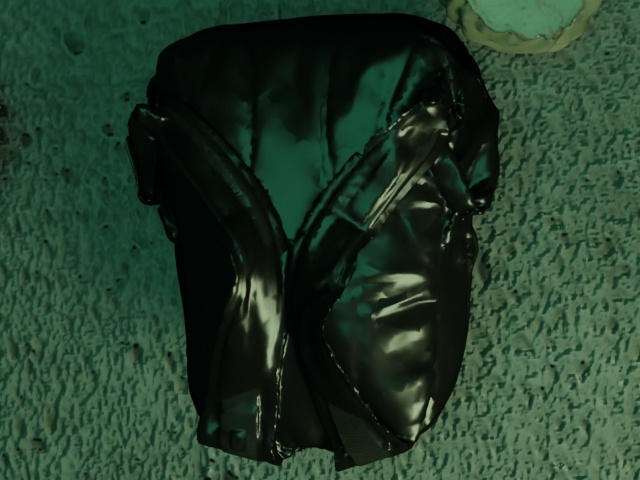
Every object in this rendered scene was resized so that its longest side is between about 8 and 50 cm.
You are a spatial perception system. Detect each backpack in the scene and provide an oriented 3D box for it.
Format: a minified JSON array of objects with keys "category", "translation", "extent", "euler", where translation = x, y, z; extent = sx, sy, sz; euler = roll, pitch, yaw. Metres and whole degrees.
[{"category":"backpack","translation":[0.000,0.000,1.458],"extent":[0.363,0.255,0.445],"euler":[-3,93,14]}]

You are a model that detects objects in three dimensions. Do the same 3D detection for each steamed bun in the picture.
[{"category":"steamed bun","translation":[0.205,-0.270,1.496],"extent":[0.183,0.106,0.182],"euler":[0,94,7]}]
